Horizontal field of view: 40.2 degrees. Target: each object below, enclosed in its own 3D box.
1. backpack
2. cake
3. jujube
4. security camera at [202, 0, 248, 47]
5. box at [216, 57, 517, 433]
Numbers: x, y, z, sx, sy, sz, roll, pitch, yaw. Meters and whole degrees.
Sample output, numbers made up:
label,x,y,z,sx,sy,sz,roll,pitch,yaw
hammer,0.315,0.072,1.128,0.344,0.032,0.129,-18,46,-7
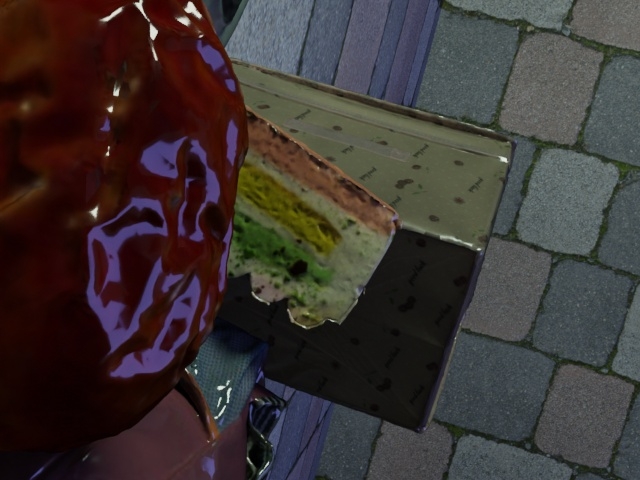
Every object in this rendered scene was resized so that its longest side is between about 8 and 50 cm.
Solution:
label,x,y,z,sx,sy,sz,roll,pitch,yaw
backpack,-0.147,0.213,0.585,0.317,0.197,0.283,-45,152,-70
cake,-0.060,-0.037,0.625,0.109,0.225,0.090,-56,-173,8
jujube,-0.126,-0.019,0.442,0.174,0.174,0.250,51,45,-79
security camera,-0.066,-0.267,0.644,0.157,0.080,0.301,89,17,-61
box,0.000,0.000,0.813,0.190,0.297,0.225,-58,162,-51
